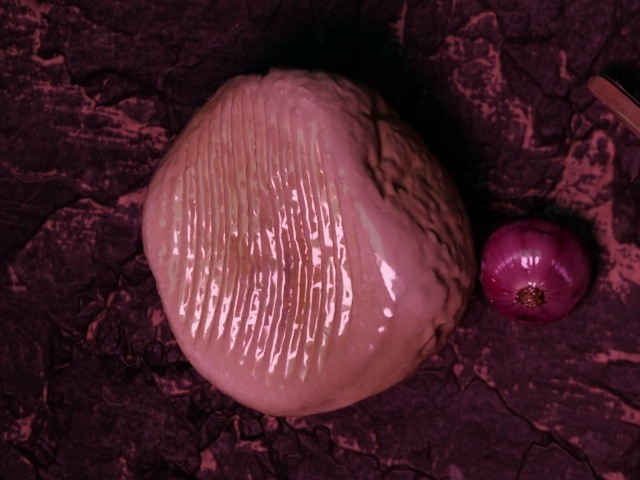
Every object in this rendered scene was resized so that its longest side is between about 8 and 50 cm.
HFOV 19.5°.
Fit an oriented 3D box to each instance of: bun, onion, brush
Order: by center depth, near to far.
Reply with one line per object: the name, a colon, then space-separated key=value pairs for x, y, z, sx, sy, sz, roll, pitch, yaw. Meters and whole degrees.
brush: x=0.384 y=-0.062 z=1.744 sx=0.327 sy=0.070 sz=0.065 roll=43 pitch=95 yaw=23
onion: x=0.211 y=0.027 z=1.835 sx=0.115 sy=0.115 sz=0.104 roll=-34 pitch=31 yaw=28
bun: x=0.000 y=0.000 z=1.877 sx=0.352 sy=0.227 sz=0.349 roll=8 pitch=97 yaw=33
